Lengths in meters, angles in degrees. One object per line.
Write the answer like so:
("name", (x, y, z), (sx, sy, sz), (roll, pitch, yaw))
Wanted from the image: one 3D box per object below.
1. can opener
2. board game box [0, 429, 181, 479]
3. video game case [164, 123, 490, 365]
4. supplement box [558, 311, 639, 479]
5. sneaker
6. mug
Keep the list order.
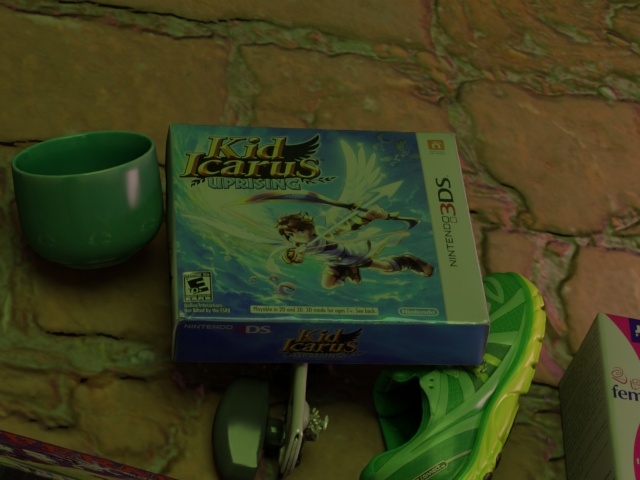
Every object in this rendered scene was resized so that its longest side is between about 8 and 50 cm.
("can opener", (-0.032, 0.091, 1.741), (0.093, 0.074, 0.280), (15, 46, -6))
("board game box", (-0.134, 0.205, 1.487), (0.347, 0.208, 0.056), (17, 84, -14))
("video game case", (0.000, 0.000, 1.747), (0.270, 0.061, 0.244), (1, 44, -8))
("supplement box", (0.286, 0.186, 1.745), (0.111, 0.114, 0.220), (10, 45, -10))
("sneaker", (0.117, 0.123, 1.742), (0.123, 0.109, 0.295), (27, 46, -1))
("mug", (-0.200, -0.037, 1.771), (0.129, 0.097, 0.158), (1, 21, 21))
